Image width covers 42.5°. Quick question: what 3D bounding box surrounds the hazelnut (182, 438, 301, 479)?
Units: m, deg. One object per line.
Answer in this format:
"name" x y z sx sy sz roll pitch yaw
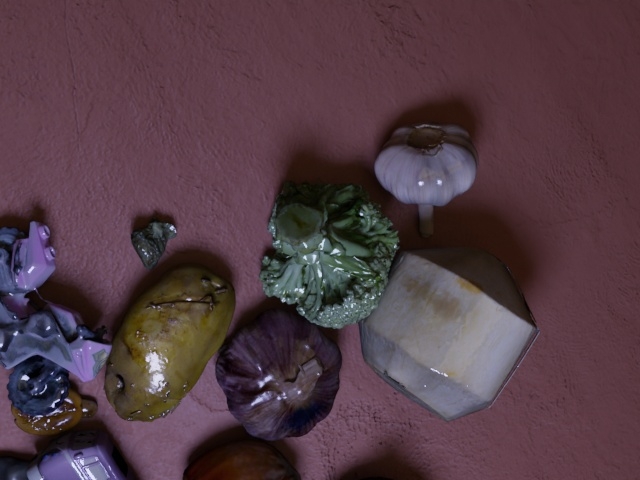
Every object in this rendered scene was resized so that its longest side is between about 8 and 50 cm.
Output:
"hazelnut" -0.139 0.463 1.461 0.181 0.181 0.212 -22 84 28

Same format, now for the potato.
"potato" -0.272 0.178 1.446 0.173 0.140 0.300 35 81 -14

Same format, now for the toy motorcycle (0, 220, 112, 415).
"toy motorcycle" -0.460 0.122 1.387 0.188 0.143 0.327 -17 81 5

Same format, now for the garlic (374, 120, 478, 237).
"garlic" 0.213 -0.104 1.573 0.199 0.199 0.226 -19 125 -13

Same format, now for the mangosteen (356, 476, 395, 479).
"mangosteen" 0.102 0.518 1.478 0.235 0.235 0.261 -4 127 -14

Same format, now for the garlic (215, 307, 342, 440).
"garlic" -0.070 0.251 1.487 0.245 0.160 0.245 -3 101 -14

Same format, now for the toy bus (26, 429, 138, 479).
"toy bus" -0.399 0.428 1.418 0.142 0.142 0.202 -32 99 -6

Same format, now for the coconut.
"coconut" 0.231 0.154 1.496 0.323 0.323 0.323 0 91 -14

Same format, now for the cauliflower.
"cauliflower" 0.000 0.000 1.448 0.275 0.250 0.272 18 74 31

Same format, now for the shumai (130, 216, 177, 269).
"shumai" -0.294 0.003 1.476 0.080 0.082 0.083 -27 120 -13

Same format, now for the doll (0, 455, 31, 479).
"doll" -0.624 0.400 1.258 0.382 0.378 0.252 6 53 -26

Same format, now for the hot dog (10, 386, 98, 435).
"hot dog" -0.466 0.295 1.443 0.140 0.060 0.090 -11 97 -7
